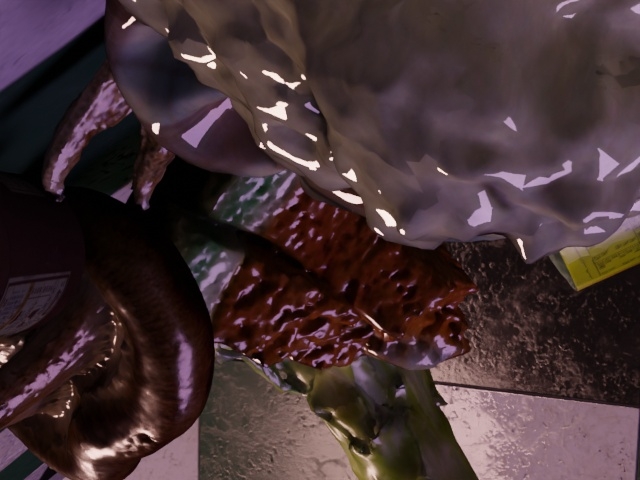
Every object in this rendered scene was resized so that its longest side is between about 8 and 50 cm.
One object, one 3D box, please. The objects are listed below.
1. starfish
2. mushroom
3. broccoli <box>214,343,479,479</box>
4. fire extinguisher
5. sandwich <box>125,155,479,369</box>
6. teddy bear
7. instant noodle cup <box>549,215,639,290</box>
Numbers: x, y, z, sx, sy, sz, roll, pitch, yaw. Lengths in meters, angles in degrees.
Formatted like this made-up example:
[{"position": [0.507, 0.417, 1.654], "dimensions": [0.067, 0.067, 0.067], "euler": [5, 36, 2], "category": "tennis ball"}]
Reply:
[{"position": [-0.024, -0.100, 0.744], "dimensions": [0.277, 0.062, 0.236], "euler": [-38, 178, 34], "category": "starfish"}, {"position": [-0.165, 0.090, 0.880], "dimensions": [0.217, 0.148, 0.227], "euler": [-42, 171, -37], "category": "mushroom"}, {"position": [0.010, 0.105, 1.360], "dimensions": [0.221, 0.361, 0.252], "euler": [-20, 173, 42], "category": "broccoli"}, {"position": [-0.152, 0.008, 0.730], "dimensions": [0.099, 0.071, 0.231], "euler": [-13, 179, 3], "category": "fire extinguisher"}, {"position": [-0.011, -0.005, 1.058], "dimensions": [0.109, 0.212, 0.292], "euler": [-57, 159, 12], "category": "sandwich"}, {"position": [0.069, -0.051, 0.443], "dimensions": [0.375, 0.327, 0.362], "euler": [-103, -146, -51], "category": "teddy bear"}, {"position": [0.190, -0.125, 1.126], "dimensions": [0.221, 0.311, 0.311], "euler": [-31, 177, 3], "category": "instant noodle cup"}]
